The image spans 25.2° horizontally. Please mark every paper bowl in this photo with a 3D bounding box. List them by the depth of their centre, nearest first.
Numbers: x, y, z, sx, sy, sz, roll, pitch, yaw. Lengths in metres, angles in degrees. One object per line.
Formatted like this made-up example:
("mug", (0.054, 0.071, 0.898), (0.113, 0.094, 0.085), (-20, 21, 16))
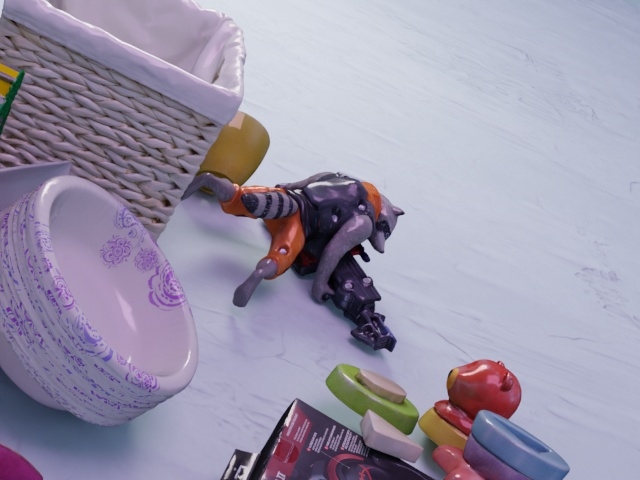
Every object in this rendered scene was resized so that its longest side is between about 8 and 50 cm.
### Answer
("paper bowl", (-0.279, 0.079, 1.638), (0.284, 0.148, 0.284), (48, 22, -27))

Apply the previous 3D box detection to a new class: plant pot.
("plant pot", (-0.150, -0.124, 2.158), (0.134, 0.134, 0.095), (22, 57, -16))

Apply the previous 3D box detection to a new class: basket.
("basket", (-0.299, -0.207, 1.950), (0.331, 0.266, 0.328), (23, 22, -14))

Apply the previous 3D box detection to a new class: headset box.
("headset box", (0.021, 0.328, 1.641), (0.293, 0.110, 0.218), (31, 29, -2))

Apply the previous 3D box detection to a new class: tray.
("tray", (-0.375, -0.026, 1.704), (0.030, 0.145, 0.270), (18, 9, 9))

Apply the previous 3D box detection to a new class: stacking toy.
("stacking toy", (0.168, 0.212, 1.807), (0.279, 0.130, 0.309), (29, 7, -18))

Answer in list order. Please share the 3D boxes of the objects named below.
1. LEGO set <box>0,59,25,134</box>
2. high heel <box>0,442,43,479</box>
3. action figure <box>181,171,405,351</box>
("LEGO set", (-0.491, -0.094, 1.630), (0.192, 0.331, 0.255), (26, 51, -6))
("high heel", (-0.400, 0.242, 1.444), (0.244, 0.082, 0.117), (30, 59, -32))
("action figure", (0.000, 0.000, 2.052), (0.330, 0.179, 0.341), (-12, 52, -42))
